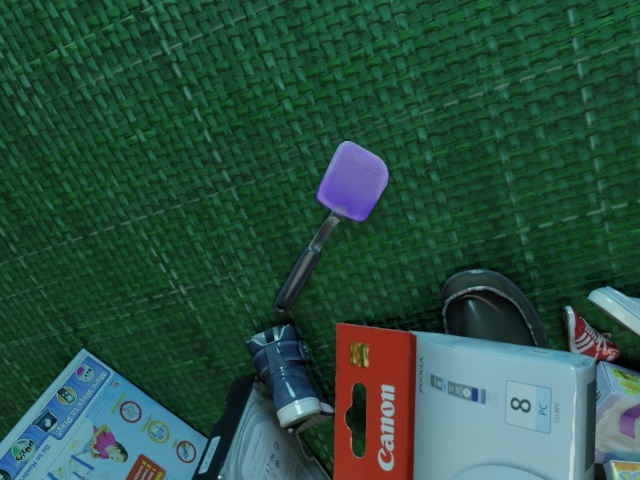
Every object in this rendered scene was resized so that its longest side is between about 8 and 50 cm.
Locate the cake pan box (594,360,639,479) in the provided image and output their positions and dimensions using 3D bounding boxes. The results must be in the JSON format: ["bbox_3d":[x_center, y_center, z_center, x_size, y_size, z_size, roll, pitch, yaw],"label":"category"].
[{"bbox_3d":[0.482,0.322,0.819,0.245,0.070,0.267,20,127,0],"label":"cake pan box"}]

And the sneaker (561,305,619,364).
[{"bbox_3d":[0.394,0.138,0.769,0.067,0.042,0.118,-13,122,20],"label":"sneaker"}]

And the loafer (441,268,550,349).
[{"bbox_3d":[0.272,0.215,0.739,0.134,0.130,0.366,-23,92,23],"label":"loafer"}]

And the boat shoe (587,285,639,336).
[{"bbox_3d":[0.478,0.107,0.728,0.227,0.079,0.081,27,98,-8],"label":"boat shoe"}]

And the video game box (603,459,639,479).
[{"bbox_3d":[0.515,0.407,0.717,0.205,0.187,0.048,-1,147,12],"label":"video game box"}]

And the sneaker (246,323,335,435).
[{"bbox_3d":[-0.049,0.227,0.868,0.086,0.163,0.226,-25,155,-7],"label":"sneaker"}]

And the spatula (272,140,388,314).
[{"bbox_3d":[0.000,0.000,0.770,0.084,0.030,0.296,26,118,-7],"label":"spatula"}]

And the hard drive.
[{"bbox_3d":[-0.070,0.429,0.885,0.064,0.237,0.339,-22,111,19],"label":"hard drive"}]

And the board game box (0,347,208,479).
[{"bbox_3d":[-0.371,0.384,0.870,0.302,0.308,0.086,42,117,-12],"label":"board game box"}]

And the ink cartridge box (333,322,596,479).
[{"bbox_3d":[0.148,0.282,0.702,0.385,0.091,0.308,1,90,39],"label":"ink cartridge box"}]
